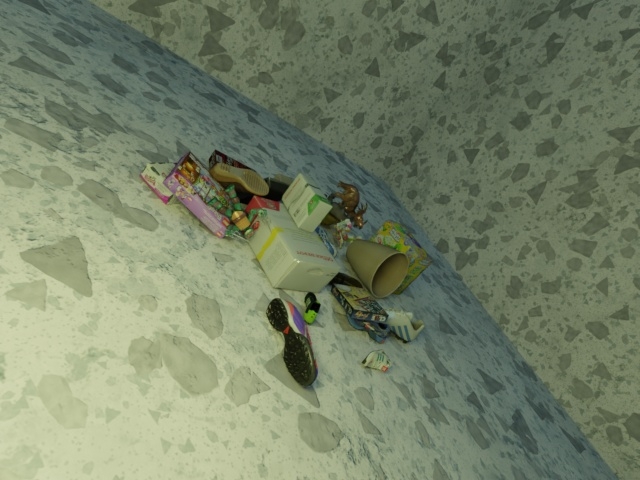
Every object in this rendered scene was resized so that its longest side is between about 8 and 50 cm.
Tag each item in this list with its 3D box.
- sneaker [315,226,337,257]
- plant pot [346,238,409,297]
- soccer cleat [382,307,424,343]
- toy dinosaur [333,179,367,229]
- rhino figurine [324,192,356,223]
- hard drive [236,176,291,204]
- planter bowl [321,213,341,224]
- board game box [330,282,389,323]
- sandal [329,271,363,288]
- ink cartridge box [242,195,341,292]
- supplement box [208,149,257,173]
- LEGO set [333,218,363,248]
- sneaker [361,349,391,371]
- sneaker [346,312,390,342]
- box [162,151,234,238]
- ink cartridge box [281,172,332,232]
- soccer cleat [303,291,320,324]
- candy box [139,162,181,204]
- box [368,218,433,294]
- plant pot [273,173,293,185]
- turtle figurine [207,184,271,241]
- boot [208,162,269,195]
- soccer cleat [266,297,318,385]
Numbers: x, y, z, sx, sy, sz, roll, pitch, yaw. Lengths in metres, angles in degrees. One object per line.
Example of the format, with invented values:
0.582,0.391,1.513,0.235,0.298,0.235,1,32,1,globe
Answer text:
0.000,0.000,2.081,0.211,0.080,0.081,48,20,21,sneaker
0.261,0.112,2.129,0.256,0.257,0.274,17,14,-45,plant pot
0.322,0.341,1.869,0.331,0.143,0.116,30,24,-24,soccer cleat
0.181,-0.228,2.389,0.200,0.296,0.127,11,40,25,toy dinosaur
0.104,-0.162,2.324,0.243,0.073,0.106,38,41,-15,rhino figurine
-0.261,-0.209,1.874,0.171,0.254,0.054,14,68,-49,hard drive
0.032,-0.153,2.408,0.217,0.090,0.217,36,23,-18,planter bowl
0.159,0.260,1.753,0.164,0.042,0.243,13,15,-22,board game box
0.101,0.194,1.903,0.219,0.090,0.060,26,3,-16,sandal
-0.133,0.018,1.720,0.279,0.160,0.385,14,33,-48,ink cartridge box
-0.424,-0.338,2.047,0.239,0.073,0.130,25,27,-32,supplement box
0.150,-0.003,2.307,0.287,0.132,0.107,49,23,-56,LEGO set
0.221,0.463,1.588,0.075,0.057,0.161,46,19,28,sneaker
0.200,0.338,1.751,0.221,0.087,0.083,33,22,-14,sneaker
-0.438,-0.172,1.584,0.293,0.057,0.201,49,26,-27,box
-0.061,-0.160,1.760,0.086,0.153,0.209,18,30,-43,ink cartridge box
-0.027,0.244,1.582,0.060,0.072,0.179,35,22,-14,soccer cleat
-0.553,-0.225,1.622,0.159,0.071,0.233,46,22,8,candy box
0.402,0.092,2.292,0.176,0.279,0.290,16,33,-45,box
-0.209,-0.279,2.254,0.108,0.109,0.096,14,47,-48,plant pot
-0.301,-0.081,1.557,0.234,0.175,0.118,53,-24,-19,turtle figurine
-0.357,-0.230,1.748,0.248,0.206,0.090,25,63,-23,boot
-0.069,0.318,1.340,0.116,0.109,0.318,23,25,-45,soccer cleat
